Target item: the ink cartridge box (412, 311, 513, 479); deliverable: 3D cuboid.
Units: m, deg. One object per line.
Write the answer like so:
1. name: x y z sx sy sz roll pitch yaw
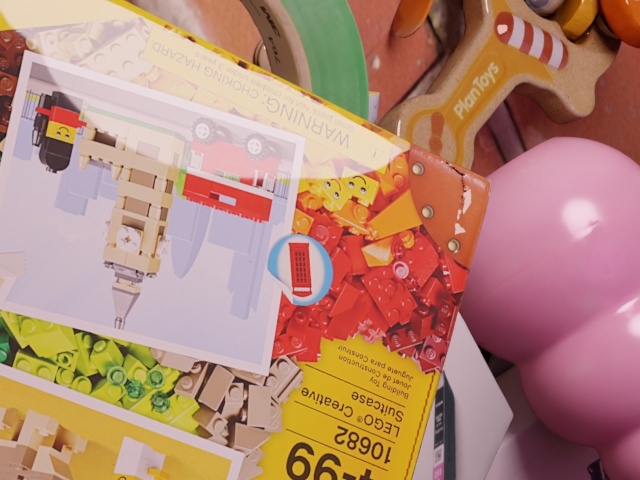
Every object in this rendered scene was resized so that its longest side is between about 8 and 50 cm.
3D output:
1. ink cartridge box: 0.030 0.152 1.208 0.275 0.060 0.239 -59 135 -34

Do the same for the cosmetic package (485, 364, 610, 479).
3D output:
1. cosmetic package: 0.193 0.273 1.534 0.377 0.097 0.284 -30 117 -35

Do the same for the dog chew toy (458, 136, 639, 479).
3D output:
1. dog chew toy: 0.244 0.079 1.402 0.206 0.206 0.332 -30 85 -35

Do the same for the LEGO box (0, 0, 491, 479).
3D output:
1. LEGO box: -0.199 0.049 0.922 0.500 0.193 0.372 24 69 -19

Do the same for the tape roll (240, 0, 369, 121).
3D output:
1. tape roll: -0.129 -0.093 1.123 0.321 0.077 0.321 -2 98 -17

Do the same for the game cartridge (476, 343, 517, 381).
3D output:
1. game cartridge: 0.185 0.181 1.604 0.297 0.062 0.198 -59 137 -16

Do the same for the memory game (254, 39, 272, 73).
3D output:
1. memory game: -0.023 -0.082 1.364 0.186 0.012 0.186 -13 110 -41

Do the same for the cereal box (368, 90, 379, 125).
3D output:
1. cereal box: 0.000 0.000 1.308 0.173 0.047 0.240 -27 123 -76

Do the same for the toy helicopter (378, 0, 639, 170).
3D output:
1. toy helicopter: 0.144 -0.178 1.408 0.235 0.140 0.355 50 54 -17
